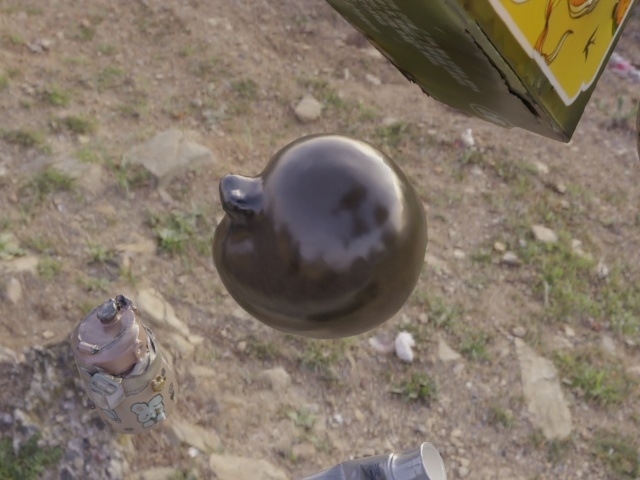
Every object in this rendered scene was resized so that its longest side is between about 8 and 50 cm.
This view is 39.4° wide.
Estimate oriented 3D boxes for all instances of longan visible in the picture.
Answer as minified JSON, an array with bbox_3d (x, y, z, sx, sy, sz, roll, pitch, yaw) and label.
[{"bbox_3d":[0.000,0.000,1.134,0.300,0.300,0.243,-6,45,-5],"label":"longan"}]

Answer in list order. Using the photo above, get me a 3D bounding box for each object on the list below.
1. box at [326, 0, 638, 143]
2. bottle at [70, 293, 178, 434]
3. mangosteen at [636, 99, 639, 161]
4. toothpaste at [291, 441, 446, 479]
[{"bbox_3d":[0.127,-0.293,0.528,0.138,0.420,0.373,26,92,29],"label":"box"},{"bbox_3d":[-0.208,0.127,0.920,0.099,0.152,0.099,-4,49,5],"label":"bottle"},{"bbox_3d":[0.414,-0.101,0.783,0.265,0.228,0.228,-8,50,-5],"label":"mangosteen"},{"bbox_3d":[0.028,0.320,1.112,0.266,0.061,0.096,-27,62,23],"label":"toothpaste"}]
